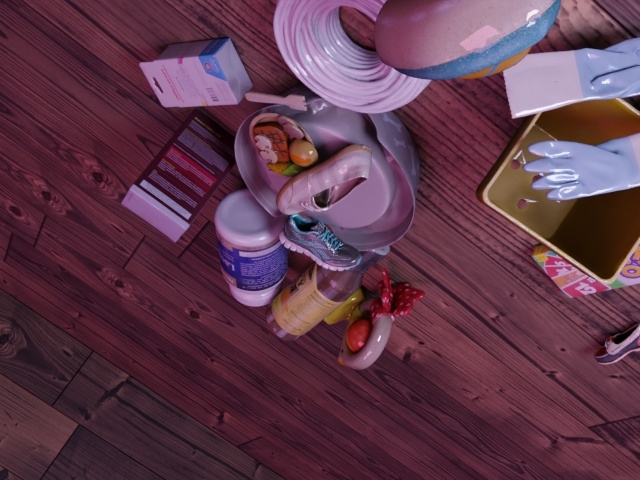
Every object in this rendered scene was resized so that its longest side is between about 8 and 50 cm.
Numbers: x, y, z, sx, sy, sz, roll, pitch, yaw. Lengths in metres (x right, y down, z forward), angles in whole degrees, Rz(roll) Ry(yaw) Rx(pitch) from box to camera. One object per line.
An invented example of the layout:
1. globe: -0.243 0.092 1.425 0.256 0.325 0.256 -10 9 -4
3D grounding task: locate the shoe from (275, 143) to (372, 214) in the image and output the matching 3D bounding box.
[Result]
1. shoe: 0.002 -0.086 1.184 0.077 0.058 0.219 8 152 -41

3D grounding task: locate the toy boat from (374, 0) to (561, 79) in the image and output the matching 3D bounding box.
1. toy boat: 0.227 -0.281 0.818 0.148 0.318 0.267 55 174 -22

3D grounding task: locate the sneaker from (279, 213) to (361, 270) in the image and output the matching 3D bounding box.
1. sneaker: 0.000 0.000 1.333 0.167 0.065 0.076 21 140 10

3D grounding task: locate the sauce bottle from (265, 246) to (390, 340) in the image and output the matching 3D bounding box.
1. sauce bottle: 0.015 0.093 1.524 0.111 0.111 0.344 39 126 -12

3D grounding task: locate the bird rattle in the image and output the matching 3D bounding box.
1. bird rattle: 0.116 0.183 1.546 0.143 0.206 0.254 27 159 -28

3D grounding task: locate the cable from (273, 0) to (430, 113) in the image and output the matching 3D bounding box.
1. cable: 0.059 -0.311 1.057 0.257 0.089 0.257 28 145 4

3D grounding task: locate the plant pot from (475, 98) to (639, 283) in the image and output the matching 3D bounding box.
1. plant pot: 0.344 -0.087 1.012 0.212 0.212 0.187 34 180 -5

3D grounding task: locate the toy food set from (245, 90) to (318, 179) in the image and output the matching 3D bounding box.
1. toy food set: -0.065 -0.161 1.196 0.133 0.038 0.192 11 141 25

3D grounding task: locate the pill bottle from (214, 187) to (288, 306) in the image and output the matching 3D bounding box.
1. pill bottle: -0.147 0.023 1.558 0.153 0.153 0.264 20 144 14

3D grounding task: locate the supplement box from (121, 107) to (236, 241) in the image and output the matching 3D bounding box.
1. supplement box: -0.260 -0.129 1.375 0.130 0.239 0.073 38 146 -10

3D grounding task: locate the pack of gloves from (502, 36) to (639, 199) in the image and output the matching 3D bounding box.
1. pack of gloves: 0.356 -0.152 0.898 0.232 0.194 0.046 -9 170 1

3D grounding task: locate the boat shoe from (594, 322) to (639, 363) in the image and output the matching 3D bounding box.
1. boat shoe: 0.572 0.197 1.354 0.043 0.049 0.137 39 142 -7

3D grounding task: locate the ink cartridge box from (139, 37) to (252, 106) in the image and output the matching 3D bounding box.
1. ink cartridge box: -0.228 -0.303 1.292 0.182 0.061 0.104 4 137 31

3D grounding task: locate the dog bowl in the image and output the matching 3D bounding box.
1. dog bowl: 0.021 -0.135 1.289 0.349 0.102 0.348 19 143 15

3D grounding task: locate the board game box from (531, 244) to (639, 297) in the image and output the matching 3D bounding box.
1. board game box: 0.505 0.027 1.207 0.124 0.039 0.260 44 140 -20
